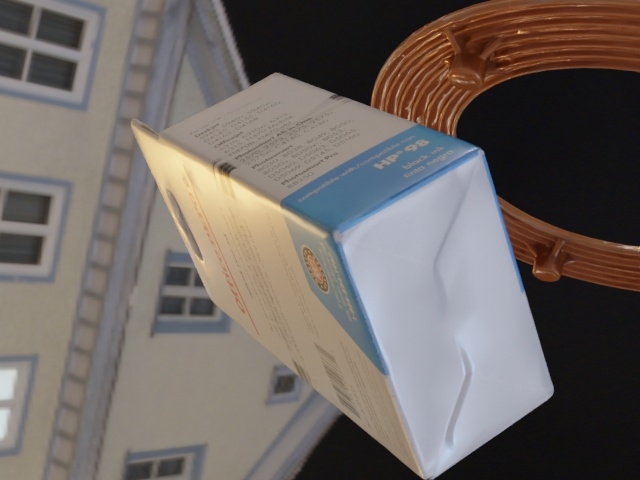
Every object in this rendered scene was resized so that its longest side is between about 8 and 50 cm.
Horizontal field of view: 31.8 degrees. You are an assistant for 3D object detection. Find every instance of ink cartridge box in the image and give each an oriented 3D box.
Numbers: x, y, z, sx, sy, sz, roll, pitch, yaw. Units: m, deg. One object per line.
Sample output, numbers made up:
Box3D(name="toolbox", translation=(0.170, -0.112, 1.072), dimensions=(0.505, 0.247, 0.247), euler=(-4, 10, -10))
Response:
Box3D(name="ink cartridge box", translation=(0.000, 0.000, 0.432), dimensions=(0.180, 0.060, 0.104), euler=(32, -32, 56))

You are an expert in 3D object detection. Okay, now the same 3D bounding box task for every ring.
Box3D(name="ring", translation=(0.190, -0.038, 0.716), dimensions=(0.336, 0.336, 0.032), euler=(0, -121, 36))
